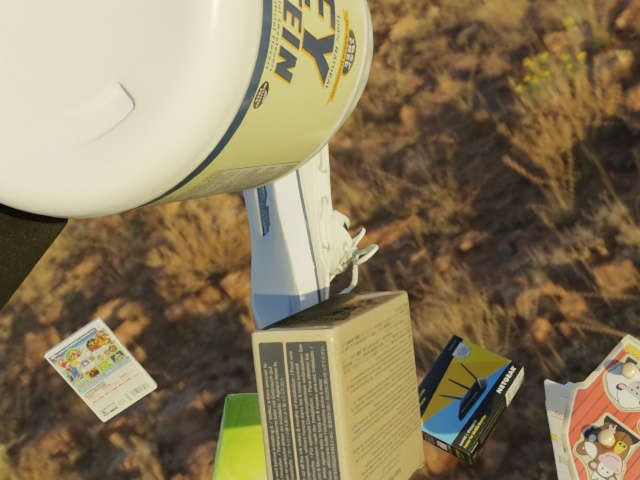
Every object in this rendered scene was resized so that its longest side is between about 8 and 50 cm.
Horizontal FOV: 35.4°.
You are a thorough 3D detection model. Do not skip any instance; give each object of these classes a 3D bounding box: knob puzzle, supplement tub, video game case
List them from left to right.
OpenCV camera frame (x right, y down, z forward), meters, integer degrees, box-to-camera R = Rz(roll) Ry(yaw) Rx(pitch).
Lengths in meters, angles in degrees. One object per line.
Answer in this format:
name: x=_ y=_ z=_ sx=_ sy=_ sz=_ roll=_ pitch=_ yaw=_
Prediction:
video game case: x=-0.281 y=0.167 z=1.290 sx=0.087 sy=0.122 sz=0.011 roll=-33 pitch=21 yaw=7
supplement tub: x=-0.101 y=-0.144 z=0.685 sx=0.235 sy=0.235 sz=0.325 roll=-31 pitch=-3 yaw=19
knob puzzle: x=0.365 y=0.222 z=1.183 sx=0.213 sy=0.030 sz=0.213 roll=-19 pitch=51 yaw=25

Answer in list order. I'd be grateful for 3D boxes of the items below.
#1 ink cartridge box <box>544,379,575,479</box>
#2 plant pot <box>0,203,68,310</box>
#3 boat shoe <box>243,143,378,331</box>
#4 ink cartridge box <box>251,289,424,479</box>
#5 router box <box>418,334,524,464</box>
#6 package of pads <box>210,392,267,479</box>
ink cartridge box: x=0.425 y=0.301 z=1.578 sx=0.067 sy=0.198 sz=0.115 roll=-30 pitch=28 yaw=-32
plant pot: x=-0.303 y=-0.031 z=0.748 sx=0.188 sy=0.167 sz=0.187 roll=-8 pitch=38 yaw=31
boat shoe: x=-0.004 y=0.001 z=1.256 sx=0.157 sy=0.366 sz=0.136 roll=-2 pitch=-14 yaw=-28
ink cartridge box: x=0.025 y=0.160 z=0.985 sx=0.088 sy=0.193 sz=0.235 roll=-4 pitch=4 yaw=21
router box: x=0.229 y=0.255 z=1.623 sx=0.133 sy=0.046 sz=0.179 roll=23 pitch=61 yaw=29
package of pads: x=-0.038 y=0.340 z=1.346 sx=0.229 sy=0.101 sz=0.296 roll=-4 pitch=45 yaw=9
